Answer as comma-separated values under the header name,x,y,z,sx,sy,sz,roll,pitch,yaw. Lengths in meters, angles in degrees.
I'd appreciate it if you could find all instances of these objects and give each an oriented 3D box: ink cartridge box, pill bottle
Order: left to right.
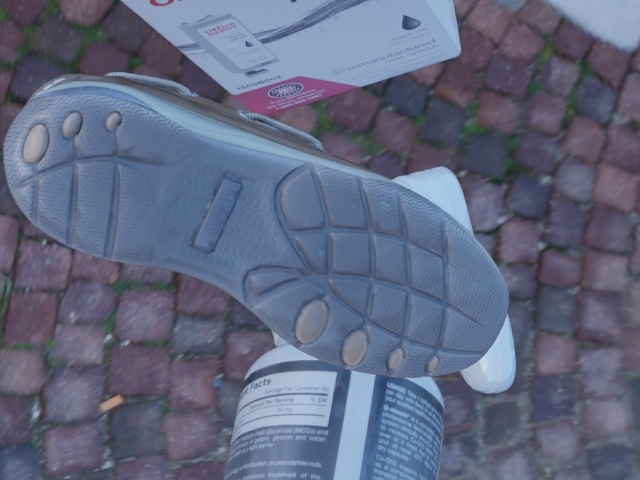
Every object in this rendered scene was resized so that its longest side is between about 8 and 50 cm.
name,x,y,z,sx,sy,sz,roll,pitch,yaw
ink cartridge box,-0.026,-0.222,1.085,0.207,0.283,0.117,-15,71,17
pill bottle,0.009,0.173,1.004,0.162,0.162,0.278,18,59,-12

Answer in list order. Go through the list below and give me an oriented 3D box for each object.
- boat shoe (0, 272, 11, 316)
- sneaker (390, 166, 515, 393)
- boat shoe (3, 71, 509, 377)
name,x,y,z,sx,sy,sz,roll,pitch,yaw
boat shoe,-0.446,0.118,1.563,0.105,0.307,0.110,6,64,-27
sneaker,0.121,0.061,1.612,0.169,0.108,0.292,-12,77,-35
boat shoe,-0.029,-0.021,0.809,0.324,0.116,0.123,27,108,-17
